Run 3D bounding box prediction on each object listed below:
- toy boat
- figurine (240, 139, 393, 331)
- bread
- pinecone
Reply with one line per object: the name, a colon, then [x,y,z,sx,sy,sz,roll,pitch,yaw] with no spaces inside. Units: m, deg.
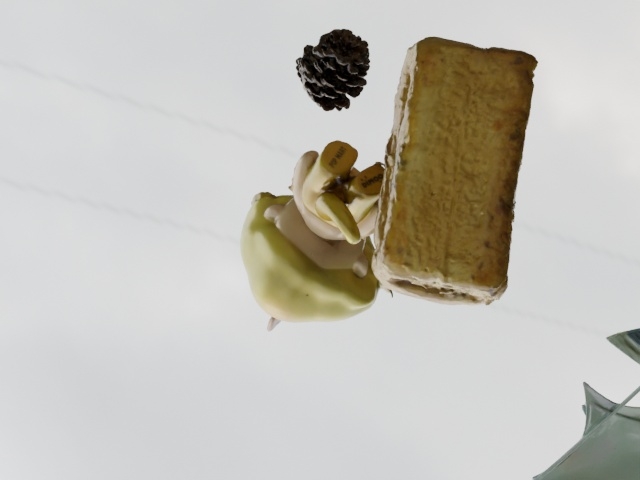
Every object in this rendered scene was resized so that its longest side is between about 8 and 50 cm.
toy boat: [0.207,0.125,1.022,0.105,0.149,0.034,21,-166,-3]
figurine: [0.000,0.000,1.425,0.156,0.246,0.131,33,-120,8]
bread: [0.105,-0.056,1.266,0.114,0.211,0.083,10,169,4]
pinecone: [0.016,-0.171,1.600,0.077,0.083,0.077,26,-135,-29]
